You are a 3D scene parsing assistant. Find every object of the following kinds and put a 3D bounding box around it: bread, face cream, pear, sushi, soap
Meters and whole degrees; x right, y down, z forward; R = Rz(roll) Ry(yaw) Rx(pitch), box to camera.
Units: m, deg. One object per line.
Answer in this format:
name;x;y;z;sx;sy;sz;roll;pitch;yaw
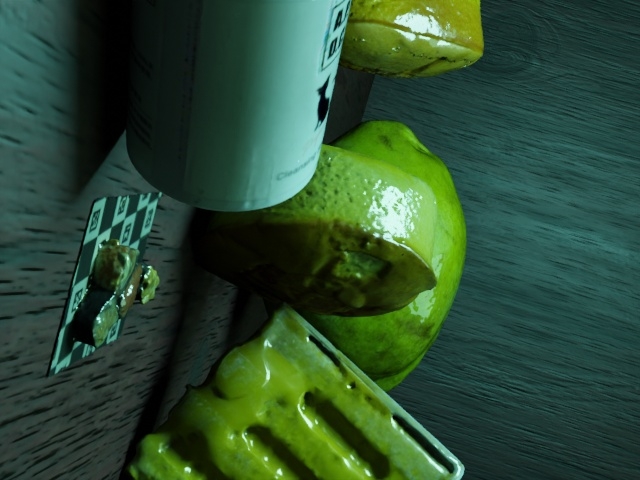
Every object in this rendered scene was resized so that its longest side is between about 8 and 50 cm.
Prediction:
bread;0.000;0.000;1.236;0.270;0.270;0.148;96;3;-68
bread;0.094;-0.288;1.462;0.195;0.269;0.143;8;-89;50
face cream;-0.043;-0.195;0.694;0.370;0.145;0.145;103;6;-45
pear;0.063;0.024;1.708;0.352;0.352;0.413;80;21;-80
sushi;-0.155;0.032;0.895;0.201;0.031;0.139;-39;145;-82
soap;-0.028;0.251;1.223;0.259;0.281;0.143;-46;167;-7
